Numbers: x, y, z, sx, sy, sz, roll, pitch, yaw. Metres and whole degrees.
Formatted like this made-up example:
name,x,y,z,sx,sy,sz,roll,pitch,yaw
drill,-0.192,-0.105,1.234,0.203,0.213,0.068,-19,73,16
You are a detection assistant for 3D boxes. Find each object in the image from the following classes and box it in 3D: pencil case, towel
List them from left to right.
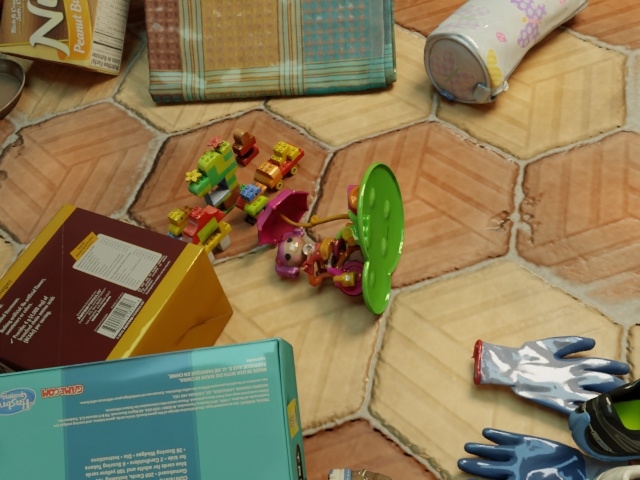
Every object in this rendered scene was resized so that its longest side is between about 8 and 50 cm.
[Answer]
name,x,y,z,sx,sy,sz,roll,pitch,yaw
towel,-0.078,-0.343,1.074,0.371,0.040,0.271,-2,95,9
pencil case,0.263,-0.305,1.033,0.124,0.113,0.273,34,65,22

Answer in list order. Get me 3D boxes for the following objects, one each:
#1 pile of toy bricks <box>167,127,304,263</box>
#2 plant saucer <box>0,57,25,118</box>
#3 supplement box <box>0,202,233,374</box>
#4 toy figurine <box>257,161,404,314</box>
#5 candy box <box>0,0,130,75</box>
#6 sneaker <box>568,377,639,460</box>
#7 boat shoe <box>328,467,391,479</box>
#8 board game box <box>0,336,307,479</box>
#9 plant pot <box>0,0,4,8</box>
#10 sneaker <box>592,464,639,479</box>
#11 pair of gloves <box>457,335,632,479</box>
name,x,y,z,sx,sy,sz,roll,pitch,yaw
pile of toy bricks,-0.123,-0.082,0.935,0.118,0.105,0.212,26,61,28
plant saucer,-0.547,-0.228,1.187,0.169,0.029,0.168,-5,52,7
supplement box,-0.236,0.090,0.805,0.194,0.129,0.191,16,57,23
toy figurine,0.000,0.000,0.865,0.159,0.130,0.173,-2,75,27
candy box,-0.387,-0.432,1.162,0.183,0.087,0.316,14,99,22
sneaker,0.317,0.156,0.662,0.188,0.078,0.067,-1,53,-14
boat shoe,0.040,0.281,0.638,0.066,0.066,0.183,-5,51,5
board game box,-0.133,0.262,0.596,0.254,0.079,0.335,-8,76,5
plant pot,-0.668,-0.462,1.297,0.174,0.191,0.191,-32,53,-8
sneaker,0.335,0.218,0.604,0.212,0.094,0.080,3,56,3
pair of gloves,0.217,0.178,0.713,0.159,0.023,0.198,6,57,13
